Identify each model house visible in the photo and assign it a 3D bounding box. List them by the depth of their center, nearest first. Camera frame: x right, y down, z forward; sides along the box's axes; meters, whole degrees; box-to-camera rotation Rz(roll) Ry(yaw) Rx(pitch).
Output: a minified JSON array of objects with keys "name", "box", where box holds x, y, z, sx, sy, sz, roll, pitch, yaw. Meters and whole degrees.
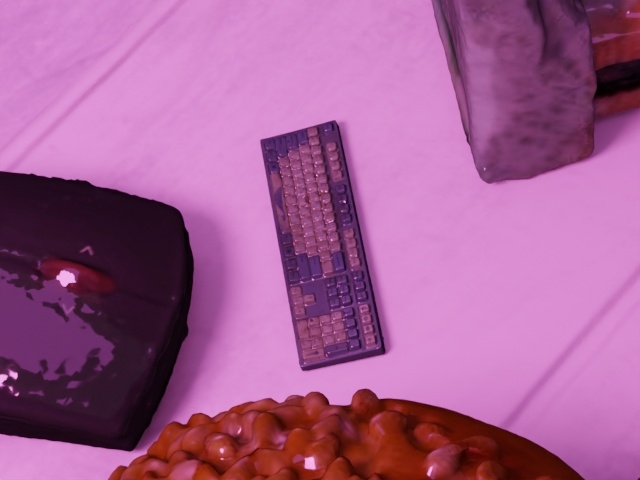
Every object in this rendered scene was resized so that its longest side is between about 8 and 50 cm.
[{"name":"model house","box":[0.225,-0.223,1.216,0.325,0.194,0.267,-11,59,-1]}]

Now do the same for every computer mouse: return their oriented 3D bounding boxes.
[{"name":"computer mouse","box":[-0.216,0.033,1.190,0.269,0.100,0.170,6,64,13]}]

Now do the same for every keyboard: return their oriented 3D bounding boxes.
[{"name":"keyboard","box":[0.000,0.001,1.222,0.055,0.014,0.176,-14,59,5]}]

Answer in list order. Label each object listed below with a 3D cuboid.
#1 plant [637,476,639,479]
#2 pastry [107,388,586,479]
[{"name":"plant","box":[0.321,0.099,0.998,0.312,0.215,0.213,-4,63,11]},{"name":"pastry","box":[0.004,0.256,0.925,0.410,0.245,0.409,-8,51,10]}]
